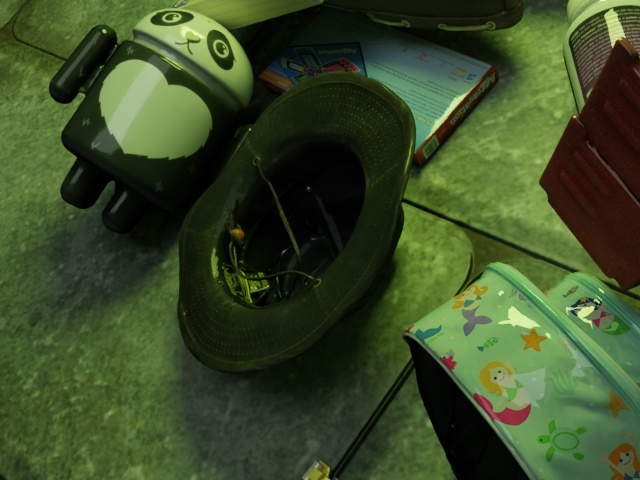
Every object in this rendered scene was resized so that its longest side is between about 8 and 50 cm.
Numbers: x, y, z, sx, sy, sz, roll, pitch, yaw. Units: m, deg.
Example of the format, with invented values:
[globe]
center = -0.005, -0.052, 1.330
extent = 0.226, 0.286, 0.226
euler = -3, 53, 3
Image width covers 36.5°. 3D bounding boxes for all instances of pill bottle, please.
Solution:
[pill bottle]
center = 0.308, -0.176, 0.988
extent = 0.108, 0.108, 0.193
euler = -15, 52, 17

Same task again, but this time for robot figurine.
[robot figurine]
center = -0.198, -0.144, 1.165
extent = 0.173, 0.209, 0.278
euler = 28, 83, 47

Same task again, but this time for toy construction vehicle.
[toy construction vehicle]
center = 0.004, 0.248, 0.891
extent = 0.086, 0.035, 0.098
euler = -47, 50, -9

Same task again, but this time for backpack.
[backpack]
center = 0.178, 0.136, 0.737
extent = 0.191, 0.253, 0.225
euler = -38, 48, -2

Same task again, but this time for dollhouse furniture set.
[dollhouse furniture set]
center = 0.348, 0.021, 0.638
extent = 0.201, 0.152, 0.374
euler = -23, 65, -25

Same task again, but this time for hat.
[hat]
center = 0.000, 0.000, 1.005
extent = 0.331, 0.134, 0.331
euler = -26, 49, 34

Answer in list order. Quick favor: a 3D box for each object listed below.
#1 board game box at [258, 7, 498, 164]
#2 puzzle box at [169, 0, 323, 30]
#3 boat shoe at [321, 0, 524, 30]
[board game box]
center = 0.063, -0.198, 1.181
extent = 0.145, 0.027, 0.281
euler = -47, 50, -13
[puzzle box]
center = 0.003, -0.418, 1.253
extent = 0.272, 0.052, 0.409
euler = -3, 43, 48
[boat shoe]
center = 0.098, -0.301, 1.157
extent = 0.324, 0.097, 0.116
euler = 12, 51, 45
